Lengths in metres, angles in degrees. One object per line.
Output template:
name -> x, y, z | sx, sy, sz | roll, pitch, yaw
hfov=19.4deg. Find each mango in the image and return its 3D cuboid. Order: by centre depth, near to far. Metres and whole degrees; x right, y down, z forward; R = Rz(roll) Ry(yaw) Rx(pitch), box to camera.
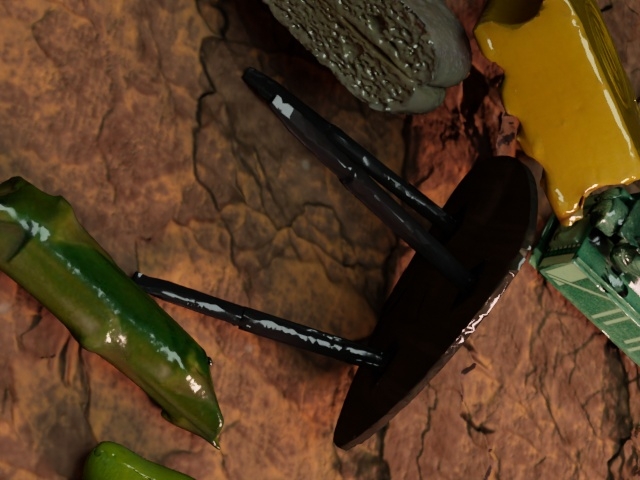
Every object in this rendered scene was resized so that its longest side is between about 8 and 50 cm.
mango -> -0.140, 0.238, 1.626 | 0.165, 0.074, 0.091 | 43, 68, -6

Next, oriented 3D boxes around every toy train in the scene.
toy train -> 0.354, 0.045, 1.921 | 0.269, 0.154, 0.115 | 41, 64, -20

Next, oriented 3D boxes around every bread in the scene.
bread -> 0.010, -0.256, 1.738 | 0.337, 0.102, 0.183 | 45, 26, 8

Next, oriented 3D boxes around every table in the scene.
table -> 0.000, 0.000, 1.676 | 0.249, 0.317, 0.317 | 32, 66, -11

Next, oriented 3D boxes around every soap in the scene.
soap -> 0.235, -0.156, 1.802 | 0.324, 0.096, 0.204 | -62, 128, -72

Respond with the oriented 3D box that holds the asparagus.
asparagus -> -0.189, 0.056, 1.617 | 0.343, 0.082, 0.085 | 42, 59, -22
